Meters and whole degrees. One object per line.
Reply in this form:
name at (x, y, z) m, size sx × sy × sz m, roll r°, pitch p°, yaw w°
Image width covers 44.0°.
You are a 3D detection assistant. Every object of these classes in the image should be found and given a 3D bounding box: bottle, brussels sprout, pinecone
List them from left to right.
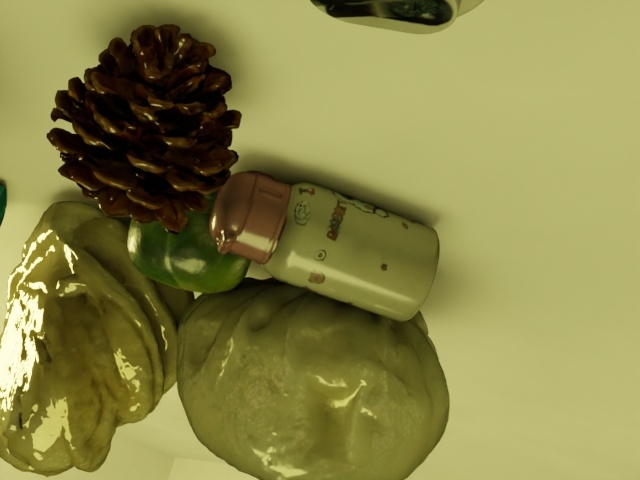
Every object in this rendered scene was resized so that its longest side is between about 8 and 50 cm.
pinecone at (-0.141, -0.097, 0.659) m, size 0.173 × 0.174 × 0.173 m, roll 13°, pitch 156°, yaw 6°
brussels sprout at (-0.142, 0.000, 0.903) m, size 0.155 × 0.117 × 0.155 m, roll 6°, pitch -178°, yaw 0°
bottle at (0.000, 0.000, 0.828) m, size 0.233 × 0.110 × 0.110 m, roll 20°, pitch 156°, yaw -9°

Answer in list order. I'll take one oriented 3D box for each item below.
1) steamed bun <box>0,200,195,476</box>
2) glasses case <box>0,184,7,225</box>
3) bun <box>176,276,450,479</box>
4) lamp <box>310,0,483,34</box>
steamed bun at (-0.315, 0.141, 1.076) m, size 0.230 × 0.372 × 0.325 m, roll 14°, pitch 179°, yaw -37°
glasses case at (-0.569, -0.087, 1.034) m, size 0.301 × 0.070 × 0.117 m, roll 19°, pitch 162°, yaw -14°
bun at (-0.006, 0.141, 0.964) m, size 0.359 × 0.211 × 0.360 m, roll 8°, pitch -171°, yaw -1°
lamp at (0.040, -0.201, 0.367) m, size 0.179 × 0.108 × 0.246 m, roll 15°, pitch 158°, yaw 10°
